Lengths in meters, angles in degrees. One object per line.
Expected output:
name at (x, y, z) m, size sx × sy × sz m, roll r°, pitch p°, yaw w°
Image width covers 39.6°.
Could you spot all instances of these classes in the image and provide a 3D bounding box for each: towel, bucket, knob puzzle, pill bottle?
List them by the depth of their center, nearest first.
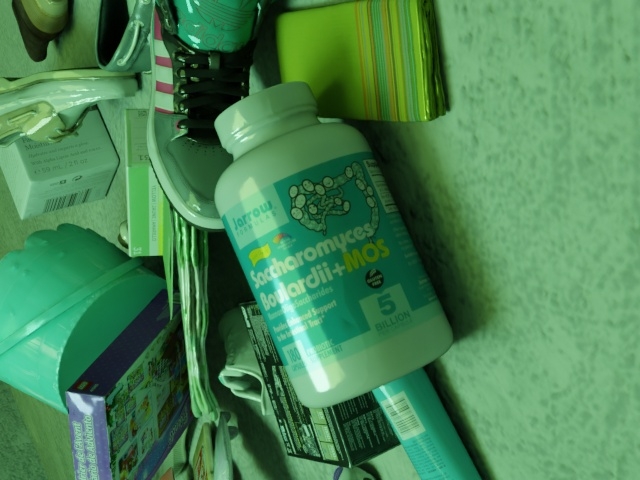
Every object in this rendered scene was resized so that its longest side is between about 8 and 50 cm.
pill bottle at (0.000, 0.000, 0.773) m, size 0.264 × 0.146 × 0.146 m, roll 66°, pitch 151°, yaw 6°
towel at (0.026, -0.158, 0.781) m, size 0.237 × 0.021 × 0.102 m, roll 15°, pitch 114°, yaw 58°
towel at (-0.159, 0.025, 1.102) m, size 0.248 × 0.038 × 0.325 m, roll -118°, pitch 24°, yaw -64°
bucket at (-0.357, 0.127, 1.345) m, size 0.183 × 0.281 × 0.281 m, roll 23°, pitch 128°, yaw 30°
knob puzzle at (-0.171, 0.410, 1.410) m, size 0.213 × 0.030 × 0.213 m, roll 179°, pitch 90°, yaw -73°

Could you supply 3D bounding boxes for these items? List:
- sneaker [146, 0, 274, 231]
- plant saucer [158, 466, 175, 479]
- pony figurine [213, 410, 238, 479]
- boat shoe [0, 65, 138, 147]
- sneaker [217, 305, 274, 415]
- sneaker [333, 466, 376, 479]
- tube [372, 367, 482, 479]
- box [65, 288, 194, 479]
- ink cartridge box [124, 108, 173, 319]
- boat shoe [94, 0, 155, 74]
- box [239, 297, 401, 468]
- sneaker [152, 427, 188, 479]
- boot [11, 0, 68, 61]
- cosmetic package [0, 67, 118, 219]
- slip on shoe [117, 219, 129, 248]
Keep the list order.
sneaker at (-0.103, -0.172, 0.855) m, size 0.178 × 0.123 × 0.296 m, roll 120°, pitch 143°, yaw -61°
plant saucer at (-0.254, 0.572, 1.554) m, size 0.259 × 0.047 × 0.258 m, roll 91°, pitch 166°, yaw -47°
pony figurine at (-0.143, 0.430, 1.148) m, size 0.351 × 0.363 × 0.303 m, roll -150°, pitch 39°, yaw -72°
boat shoe at (-0.390, -0.195, 1.304) m, size 0.302 × 0.113 × 0.103 m, roll -2°, pitch 99°, yaw 28°
sneaker at (-0.088, 0.145, 1.078) m, size 0.212 × 0.094 × 0.080 m, roll 29°, pitch 132°, yaw 52°
sneaker at (0.048, 0.332, 1.000) m, size 0.071 × 0.068 × 0.170 m, roll -168°, pitch 71°, yaw -75°
tube at (0.117, 0.213, 0.809) m, size 0.207 × 0.052 × 0.080 m, roll 62°, pitch 156°, yaw 7°
box at (-0.246, 0.219, 1.221) m, size 0.057 × 0.293 × 0.201 m, roll 6°, pitch 113°, yaw 13°
ink cartridge box at (-0.227, -0.036, 1.171) m, size 0.171 × 0.056 × 0.235 m, roll 100°, pitch 164°, yaw -46°
boat shoe at (-0.207, -0.324, 1.008) m, size 0.116 × 0.099 × 0.319 m, roll 53°, pitch 146°, yaw 32°
box at (0.001, 0.133, 0.929) m, size 0.147 × 0.077 × 0.180 m, roll -17°, pitch 91°, yaw 62°
sneaker at (-0.306, 0.318, 1.550) m, size 0.148 × 0.131 × 0.350 m, roll 64°, pitch 147°, yaw 30°
boot at (-0.494, -0.437, 1.457) m, size 0.207 × 0.090 × 0.248 m, roll -27°, pitch 86°, yaw 59°
cosmetic package at (-0.447, -0.159, 1.473) m, size 0.184 × 0.151 × 0.151 m, roll 65°, pitch 150°, yaw 11°
slip on shoe at (-0.282, -0.004, 1.325) m, size 0.051 × 0.041 × 0.135 m, roll 60°, pitch -178°, yaw -6°
